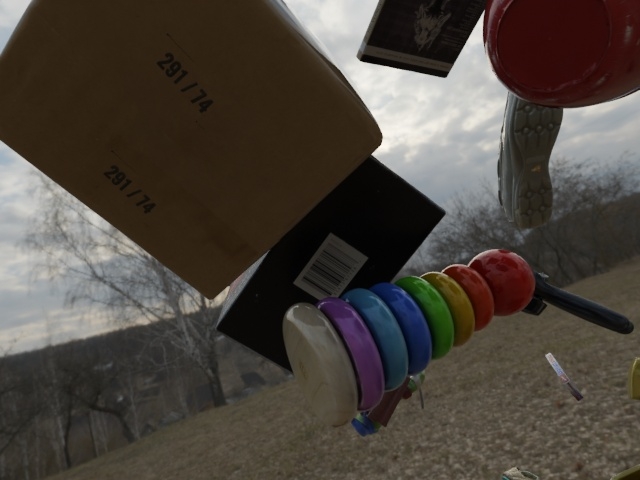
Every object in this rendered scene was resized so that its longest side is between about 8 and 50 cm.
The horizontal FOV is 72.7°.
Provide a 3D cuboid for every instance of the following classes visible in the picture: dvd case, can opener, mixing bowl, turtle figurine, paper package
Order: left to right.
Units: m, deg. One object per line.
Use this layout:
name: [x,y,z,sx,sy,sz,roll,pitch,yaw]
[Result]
paper package: [-0.144,-0.149,0.497,0.309,0.325,0.168,-41,22,19]
turtle figurine: [0.130,0.271,0.979,0.198,0.266,0.275,18,10,31]
dvd case: [0.154,-0.318,0.540,0.165,0.018,0.221,-5,-43,-33]
can opener: [0.385,0.099,0.683,0.059,0.073,0.186,16,4,-43]
mixing bowl: [0.213,-0.187,0.375,0.098,0.181,0.181,-40,4,-32]

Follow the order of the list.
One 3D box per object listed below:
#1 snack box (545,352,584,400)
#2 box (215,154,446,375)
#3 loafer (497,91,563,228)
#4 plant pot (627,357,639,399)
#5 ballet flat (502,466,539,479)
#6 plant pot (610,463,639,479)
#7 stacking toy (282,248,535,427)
snack box: [0.711,0.394,1.273,0.022,0.064,0.178,-40,0,16]
box: [0.000,0.000,0.765,0.343,0.179,0.312,-54,12,12]
loafer: [0.394,-0.180,0.852,0.112,0.319,0.111,-8,22,-6]
plant pot: [0.695,0.291,0.915,0.082,0.083,0.081,-3,-12,30]
ballet flat: [0.592,0.685,1.203,0.067,0.073,0.206,-34,11,-15]
plant pot: [0.457,0.374,0.480,0.212,0.212,0.187,-14,-55,-14]
stacking toy: [0.127,0.096,0.538,0.330,0.141,0.141,-17,-9,-22]
